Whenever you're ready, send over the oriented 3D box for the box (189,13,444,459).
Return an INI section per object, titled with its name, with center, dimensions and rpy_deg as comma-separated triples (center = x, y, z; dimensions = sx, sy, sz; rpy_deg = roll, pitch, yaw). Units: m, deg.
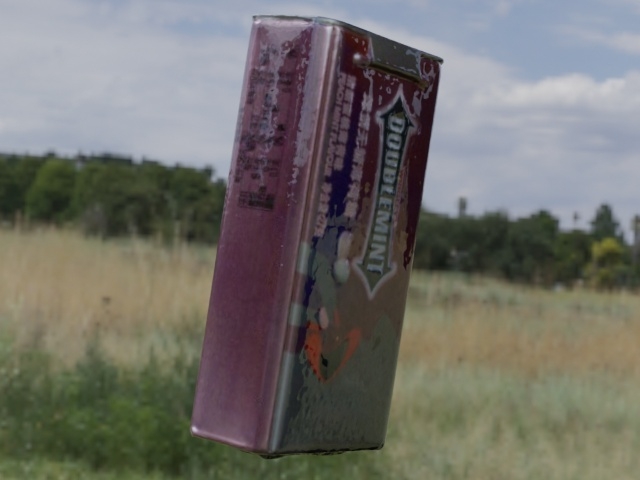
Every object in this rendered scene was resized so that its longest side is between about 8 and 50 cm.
[box]
center = 0.000, 0.000, 0.732
dimensions = 0.069, 0.224, 0.120
rpy_deg = 8, 1, 38
